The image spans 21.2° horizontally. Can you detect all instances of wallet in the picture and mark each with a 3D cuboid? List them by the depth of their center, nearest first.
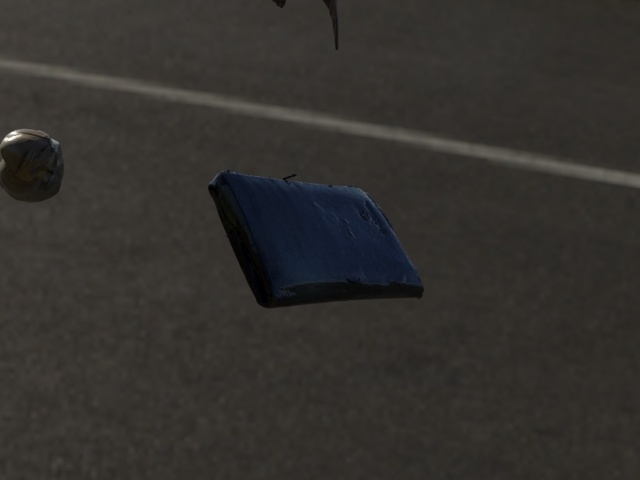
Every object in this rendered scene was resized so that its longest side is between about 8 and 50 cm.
[{"bbox_3d":[0.000,0.000,2.277,0.379,0.046,0.191,0,59,-57],"label":"wallet"}]

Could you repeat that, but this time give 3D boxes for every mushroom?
[{"bbox_3d":[-0.375,-0.095,2.200,0.092,0.081,0.223,-31,-1,-4],"label":"mushroom"}]

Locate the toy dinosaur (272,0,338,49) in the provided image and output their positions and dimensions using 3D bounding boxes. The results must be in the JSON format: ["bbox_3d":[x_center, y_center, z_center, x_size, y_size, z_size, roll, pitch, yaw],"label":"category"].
[{"bbox_3d":[-0.028,-0.287,1.719,0.032,0.220,0.108,-20,-12,-28],"label":"toy dinosaur"}]
